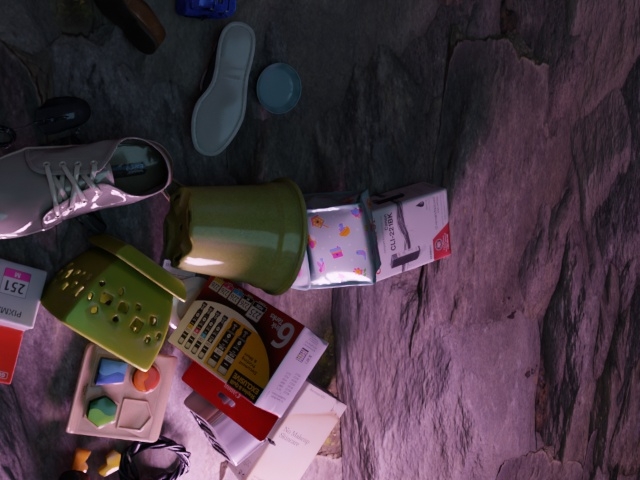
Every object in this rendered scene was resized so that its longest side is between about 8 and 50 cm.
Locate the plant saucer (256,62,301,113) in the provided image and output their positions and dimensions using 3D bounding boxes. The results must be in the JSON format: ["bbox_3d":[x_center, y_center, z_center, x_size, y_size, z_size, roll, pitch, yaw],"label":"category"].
[{"bbox_3d":[-0.103,-0.363,1.817,0.119,0.021,0.119,-9,108,-29],"label":"plant saucer"}]

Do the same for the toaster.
[{"bbox_3d":[-0.229,0.446,1.871,0.110,0.186,0.168,-39,121,-25],"label":"toaster"}]

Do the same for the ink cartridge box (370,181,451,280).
[{"bbox_3d":[0.204,-0.025,2.038,0.273,0.114,0.196,-18,112,-25],"label":"ink cartridge box"}]

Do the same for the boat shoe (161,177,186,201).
[{"bbox_3d":[-0.323,-0.104,1.742,0.056,0.048,0.153,-48,122,-11],"label":"boat shoe"}]

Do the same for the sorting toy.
[{"bbox_3d":[-0.469,0.405,1.772,0.229,0.041,0.307,15,87,-30],"label":"sorting toy"}]

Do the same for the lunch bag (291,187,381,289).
[{"bbox_3d":[0.000,0.000,1.872,0.263,0.160,0.223,-5,111,14],"label":"lunch bag"}]

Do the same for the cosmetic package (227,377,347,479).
[{"bbox_3d":[-0.088,0.517,2.019,0.160,0.113,0.309,36,85,-33],"label":"cosmetic package"}]

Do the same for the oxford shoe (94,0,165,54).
[{"bbox_3d":[-0.405,-0.493,1.587,0.212,0.076,0.076,52,46,-28],"label":"oxford shoe"}]

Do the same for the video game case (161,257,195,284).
[{"bbox_3d":[-0.349,0.109,1.809,0.087,0.011,0.122,14,96,-33],"label":"video game case"}]

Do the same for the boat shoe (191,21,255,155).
[{"bbox_3d":[-0.215,-0.338,1.716,0.114,0.091,0.302,20,95,-13],"label":"boat shoe"}]

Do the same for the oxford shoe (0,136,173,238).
[{"bbox_3d":[-0.495,-0.115,1.505,0.450,0.130,0.169,-17,102,-27],"label":"oxford shoe"}]

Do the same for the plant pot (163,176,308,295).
[{"bbox_3d":[-0.204,-0.020,1.703,0.254,0.276,0.275,6,101,-31],"label":"plant pot"}]

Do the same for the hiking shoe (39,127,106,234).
[{"bbox_3d":[-0.496,-0.120,1.614,0.114,0.086,0.226,-31,116,-16],"label":"hiking shoe"}]

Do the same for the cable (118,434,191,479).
[{"bbox_3d":[-0.406,0.556,1.879,0.184,0.047,0.150,35,85,-33],"label":"cable"}]

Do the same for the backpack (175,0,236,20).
[{"bbox_3d":[-0.240,-0.523,1.646,0.120,0.101,0.097,-4,112,-34],"label":"backpack"}]

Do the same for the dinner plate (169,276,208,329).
[{"bbox_3d":[-0.309,0.156,1.832,0.141,0.017,0.141,-15,115,-36],"label":"dinner plate"}]

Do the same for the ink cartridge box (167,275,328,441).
[{"bbox_3d":[-0.188,0.263,1.752,0.271,0.310,0.130,-57,144,-8],"label":"ink cartridge box"}]

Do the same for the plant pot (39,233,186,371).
[{"bbox_3d":[-0.437,0.119,1.640,0.228,0.227,0.207,41,75,-32],"label":"plant pot"}]

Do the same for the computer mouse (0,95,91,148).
[{"bbox_3d":[-0.587,-0.238,1.554,0.242,0.041,0.071,-24,115,-23],"label":"computer mouse"}]

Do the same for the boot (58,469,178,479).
[{"bbox_3d":[-0.465,0.600,1.769,0.281,0.096,0.264,1,131,-27],"label":"boot"}]

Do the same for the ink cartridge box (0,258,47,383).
[{"bbox_3d":[-0.714,0.141,1.519,0.275,0.060,0.238,21,65,-33],"label":"ink cartridge box"}]
